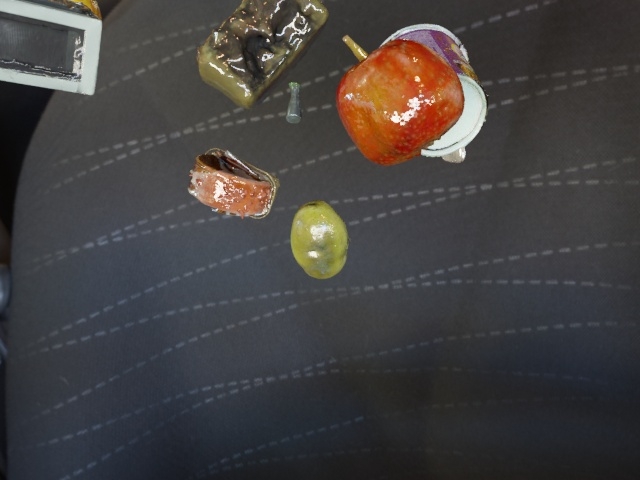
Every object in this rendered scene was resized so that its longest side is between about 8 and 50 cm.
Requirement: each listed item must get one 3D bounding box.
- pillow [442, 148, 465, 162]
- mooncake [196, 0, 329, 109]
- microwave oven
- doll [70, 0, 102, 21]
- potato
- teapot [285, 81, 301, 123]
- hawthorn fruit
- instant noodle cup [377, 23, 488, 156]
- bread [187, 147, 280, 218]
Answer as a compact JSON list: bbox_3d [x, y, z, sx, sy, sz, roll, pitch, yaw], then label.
[{"bbox_3d":[0.513,-0.421,2.046,0.038,0.232,0.131,-13,16,-32],"label":"pillow"},{"bbox_3d":[-0.189,-0.609,1.622,0.393,0.246,0.394,-48,4,45],"label":"mooncake"},{"bbox_3d":[-0.452,-0.311,0.779,0.208,0.122,0.162,2,28,-34],"label":"microwave oven"},{"bbox_3d":[-0.721,-0.572,1.451,0.270,0.162,0.166,-41,5,-1],"label":"doll"},{"bbox_3d":[0.000,0.000,1.489,0.169,0.248,0.143,-4,36,6],"label":"potato"},{"bbox_3d":[-0.069,-0.367,1.385,0.043,0.043,0.110,-6,69,20],"label":"teapot"},{"bbox_3d":[0.164,-0.349,1.230,0.287,0.330,0.287,-40,7,6],"label":"hawthorn fruit"},{"bbox_3d":[0.321,-0.416,1.514,0.340,0.339,0.266,-17,41,0],"label":"instant noodle cup"},{"bbox_3d":[-0.216,-0.146,1.285,0.224,0.142,0.212,27,17,18],"label":"bread"}]
